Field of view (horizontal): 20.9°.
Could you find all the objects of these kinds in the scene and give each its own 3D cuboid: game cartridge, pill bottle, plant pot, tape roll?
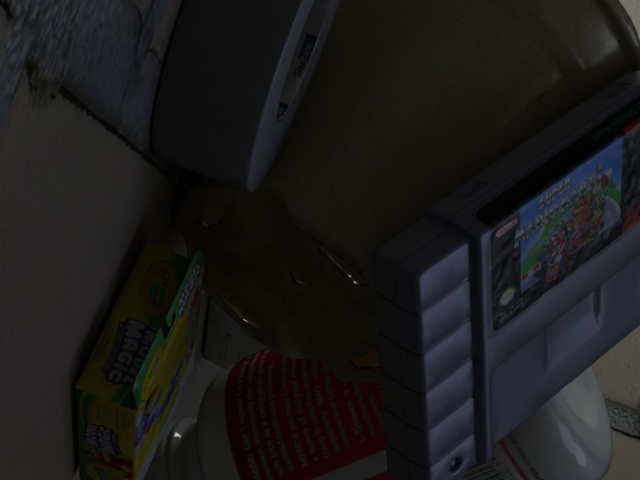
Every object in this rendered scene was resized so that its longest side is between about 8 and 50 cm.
[{"bbox_3d":[0.183,0.019,1.337,0.355,0.068,0.230,-34,139,-32],"label":"game cartridge"},{"bbox_3d":[0.038,0.182,1.578,0.408,0.229,0.229,-25,-168,18],"label":"pill bottle"},{"bbox_3d":[0.051,-0.068,1.401,0.305,0.334,0.334,-54,169,-29],"label":"plant pot"},{"bbox_3d":[-0.041,-0.146,1.178,0.219,0.072,0.219,20,90,-87],"label":"tape roll"}]

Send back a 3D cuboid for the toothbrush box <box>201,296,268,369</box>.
[{"bbox_3d":[0.000,0.000,1.884,0.295,0.126,0.216,-59,172,-27],"label":"toothbrush box"}]

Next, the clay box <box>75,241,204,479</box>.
[{"bbox_3d":[-0.135,0.095,1.291,0.222,0.053,0.127,101,10,-61],"label":"clay box"}]
